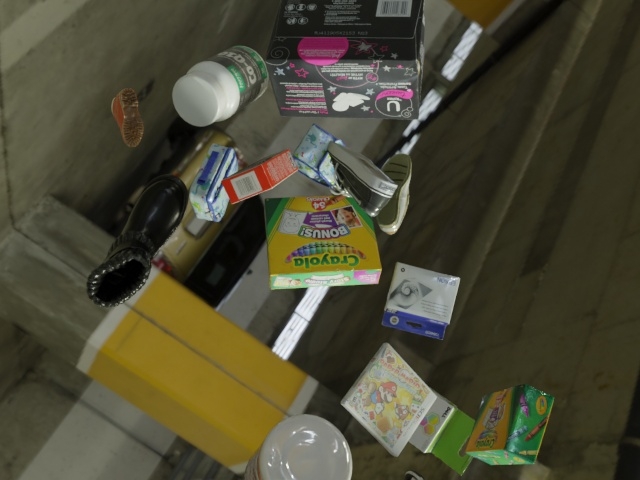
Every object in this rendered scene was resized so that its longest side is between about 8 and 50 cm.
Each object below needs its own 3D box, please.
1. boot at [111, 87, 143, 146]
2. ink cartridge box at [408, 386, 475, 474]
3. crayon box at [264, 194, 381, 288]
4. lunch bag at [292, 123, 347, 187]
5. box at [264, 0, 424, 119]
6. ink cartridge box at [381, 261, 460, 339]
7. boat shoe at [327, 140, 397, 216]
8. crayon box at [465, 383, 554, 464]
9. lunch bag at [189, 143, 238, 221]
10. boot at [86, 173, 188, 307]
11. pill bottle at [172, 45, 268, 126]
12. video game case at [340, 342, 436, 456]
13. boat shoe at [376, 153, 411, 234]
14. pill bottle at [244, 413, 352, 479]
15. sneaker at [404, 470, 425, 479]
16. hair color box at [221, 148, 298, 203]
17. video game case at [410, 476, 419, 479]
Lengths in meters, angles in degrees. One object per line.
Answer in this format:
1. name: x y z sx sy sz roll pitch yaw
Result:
1. boot: -0.535 -0.330 1.817 0.059 0.158 0.085 -5 178 -45
2. ink cartridge box: 0.413 0.646 2.252 0.188 0.255 0.097 -57 152 -1
3. crayon box: 0.000 0.000 2.222 0.106 0.363 0.313 96 -11 -54
4. lunch bag: 0.003 -0.241 1.916 0.129 0.151 0.096 -58 -172 -16
5. box: 0.050 -0.311 1.127 0.142 0.247 0.163 77 20 -57
6. ink cartridge box: 0.338 0.206 2.238 0.045 0.223 0.224 11 92 -89
7. boat shoe: 0.081 -0.148 1.587 0.105 0.113 0.306 -62 -145 16
8. crayon box: 0.463 0.463 1.642 0.278 0.081 0.165 111 4 -69
9. lunch bag: -0.329 -0.180 2.059 0.176 0.090 0.219 87 19 -59
10. boot: -0.460 -0.002 1.698 0.348 0.131 0.260 -60 -169 6
11. pill bottle: -0.337 -0.524 2.248 0.204 0.204 0.361 -49 -177 35
12. video game case: 0.187 0.425 1.766 0.206 0.227 0.026 -50 -162 -24
13. boat shoe: 0.263 -0.166 2.374 0.103 0.113 0.302 59 44 -60
14. pill bottle: -0.074 0.599 1.684 0.224 0.224 0.392 -58 177 -32
15. sneaker: 0.229 0.716 1.701 0.084 0.097 0.234 -36 -130 55
16. hair color box: -0.116 -0.129 1.296 0.093 0.053 0.167 -20 -170 20
17. video game case: 0.285 0.612 1.575 0.019 0.143 0.157 -59 169 -12
